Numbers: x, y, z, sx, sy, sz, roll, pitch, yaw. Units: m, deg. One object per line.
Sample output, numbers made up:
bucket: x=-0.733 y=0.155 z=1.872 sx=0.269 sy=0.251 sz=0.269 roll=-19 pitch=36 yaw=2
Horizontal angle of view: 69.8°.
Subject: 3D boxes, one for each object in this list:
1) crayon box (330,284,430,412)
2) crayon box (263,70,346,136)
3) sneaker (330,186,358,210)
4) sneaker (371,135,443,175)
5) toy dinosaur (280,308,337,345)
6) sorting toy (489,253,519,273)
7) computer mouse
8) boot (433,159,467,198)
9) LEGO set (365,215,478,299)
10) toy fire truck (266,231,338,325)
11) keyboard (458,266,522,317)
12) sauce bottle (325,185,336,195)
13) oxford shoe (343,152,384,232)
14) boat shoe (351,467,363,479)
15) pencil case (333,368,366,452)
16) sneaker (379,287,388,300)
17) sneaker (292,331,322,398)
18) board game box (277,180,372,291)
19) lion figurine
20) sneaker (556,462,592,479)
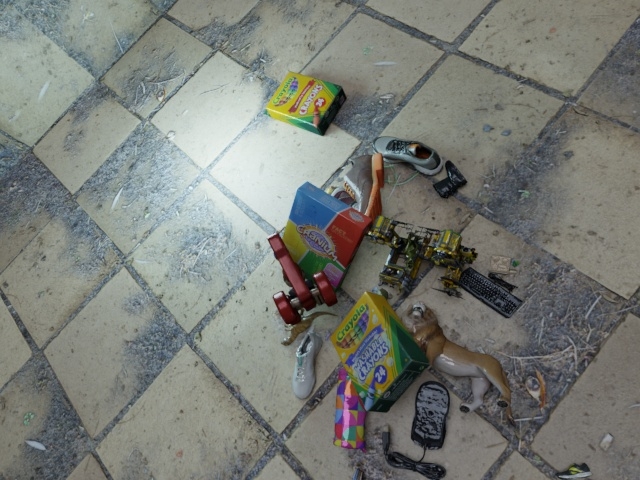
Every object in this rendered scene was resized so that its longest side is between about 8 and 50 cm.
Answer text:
crayon box: x=0.147 y=0.296 z=1.322 sx=0.203 sy=0.083 sz=0.322 roll=-56 pitch=37 yaw=20
crayon box: x=-0.081 y=-0.570 z=1.883 sx=0.319 sy=0.081 sz=0.202 roll=25 pitch=79 yaw=27
sneaker: x=0.072 y=-0.049 z=1.604 sx=0.163 sy=0.106 sz=0.281 roll=21 pitch=76 yaw=22
sneaker: x=0.306 y=-0.323 z=1.633 sx=0.272 sy=0.108 sz=0.100 roll=24 pitch=79 yaw=27
toy dinosaur: x=-0.054 y=0.270 z=1.549 sx=0.212 sy=0.064 sz=0.112 roll=-40 pitch=85 yaw=7
sorting toy: x=0.573 y=0.077 z=1.428 sx=0.084 sy=0.012 sz=0.061 roll=9 pitch=67 yaw=26
computer mouse: x=0.275 y=0.532 z=1.322 sx=0.184 sy=0.060 sz=0.261 roll=2 pitch=77 yaw=20
boot: x=0.434 y=-0.209 z=1.580 sx=0.099 sy=0.045 sz=0.121 roll=-34 pitch=60 yaw=10
LEGO set: x=0.284 y=0.074 z=1.400 sx=0.332 sy=0.255 sz=0.192 roll=17 pitch=75 yaw=28
toy fire truck: x=-0.077 y=0.113 z=1.419 sx=0.170 sy=0.302 sz=0.253 roll=-27 pitch=78 yaw=-3
keyboard: x=0.520 y=0.144 z=1.405 sx=0.192 sy=0.038 sz=0.100 roll=36 pitch=83 yaw=27
sauce bottle: x=0.024 y=-0.138 z=1.690 sx=0.042 sy=0.042 sz=0.128 roll=15 pitch=73 yaw=24
oxford shoe: x=0.143 y=-0.163 z=1.572 sx=0.133 sy=0.129 sz=0.363 roll=0 pitch=43 yaw=13
boat shoe: x=0.118 y=0.740 z=1.288 sx=0.066 sy=0.066 sz=0.183 roll=1 pitch=79 yaw=14
pencil case: x=0.093 y=0.502 z=1.370 sx=0.105 sy=0.104 sz=0.236 roll=-2 pitch=69 yaw=18
sneaker: x=0.183 y=0.255 z=1.459 sx=0.086 sy=0.064 sz=0.192 roll=30 pitch=89 yaw=29
sneaker: x=-0.056 y=0.396 z=1.468 sx=0.080 sy=0.094 sz=0.212 roll=5 pitch=71 yaw=19
board game box: x=0.000 y=0.000 z=1.478 sx=0.242 sy=0.316 sz=0.064 roll=31 pitch=42 yaw=13
lion figurine: x=0.389 y=0.342 z=1.313 sx=0.392 sy=0.240 sz=0.142 roll=32 pitch=125 yaw=12
sneaker: x=0.650 y=0.594 z=1.182 sx=0.084 sy=0.031 sz=0.035 roll=-12 pitch=52 yaw=10
